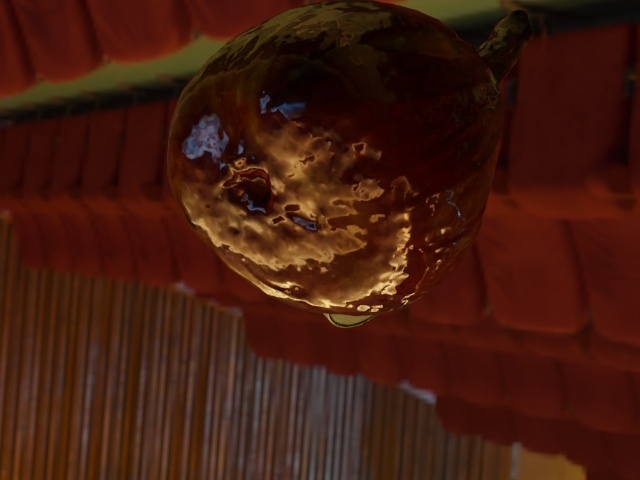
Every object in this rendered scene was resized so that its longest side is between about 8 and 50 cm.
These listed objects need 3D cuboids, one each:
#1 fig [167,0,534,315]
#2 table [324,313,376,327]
[{"bbox_3d":[0.040,-0.095,0.783,0.190,0.290,0.191,27,153,15],"label":"fig"},{"bbox_3d":[0.000,0.000,1.721,0.126,0.126,0.220,5,-147,-46],"label":"table"}]
